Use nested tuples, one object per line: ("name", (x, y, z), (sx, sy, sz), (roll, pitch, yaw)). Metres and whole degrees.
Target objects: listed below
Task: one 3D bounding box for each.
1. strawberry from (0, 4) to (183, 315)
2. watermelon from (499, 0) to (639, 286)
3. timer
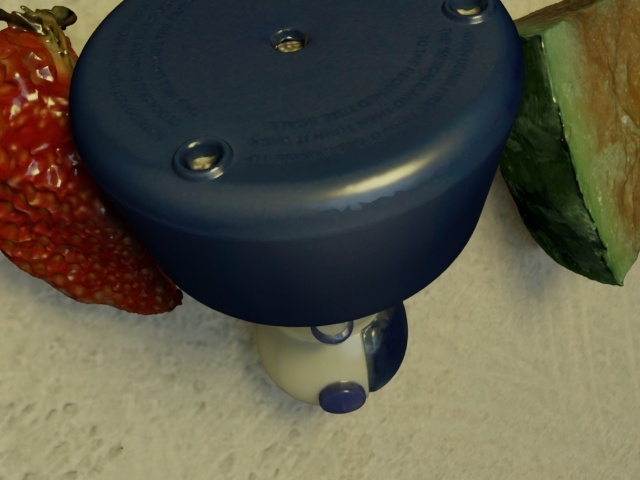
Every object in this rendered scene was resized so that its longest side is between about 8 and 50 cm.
("strawberry", (-0.193, -0.041, 0.516), (0.106, 0.175, 0.236), (-19, 92, -1))
("watermelon", (0.270, -0.118, 0.744), (0.302, 0.151, 0.264), (-39, 114, -33))
("timer", (0.000, 0.000, 0.559), (0.270, 0.270, 0.384), (-31, 144, -17))
